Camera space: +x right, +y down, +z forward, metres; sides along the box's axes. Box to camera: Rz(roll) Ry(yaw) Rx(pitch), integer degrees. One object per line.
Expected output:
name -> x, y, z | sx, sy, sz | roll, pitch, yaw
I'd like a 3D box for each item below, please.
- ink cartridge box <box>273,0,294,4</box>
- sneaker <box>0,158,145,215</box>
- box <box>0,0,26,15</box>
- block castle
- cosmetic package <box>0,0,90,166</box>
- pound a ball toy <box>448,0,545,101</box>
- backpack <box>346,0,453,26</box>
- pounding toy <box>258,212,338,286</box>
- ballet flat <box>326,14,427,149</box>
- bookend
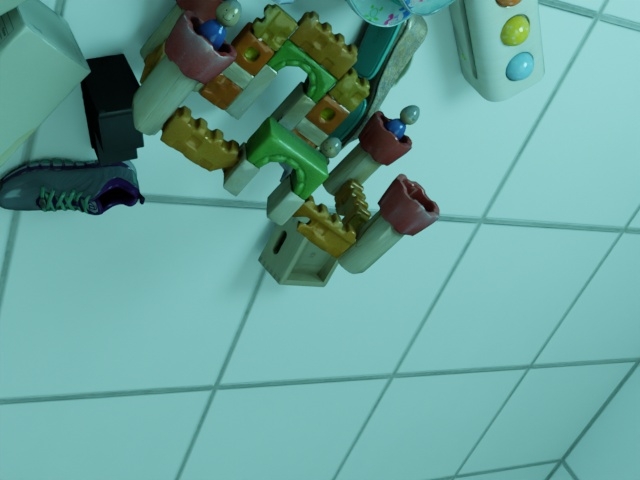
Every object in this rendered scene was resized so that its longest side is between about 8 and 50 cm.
ink cartridge box -> -0.058, -0.491, 1.055 | 0.311, 0.186, 0.065 | -61, 173, 25
sneaker -> -0.394, -0.076, 1.286 | 0.224, 0.098, 0.083 | -13, 134, -20
box -> -0.423, -0.351, 0.987 | 0.311, 0.148, 0.121 | -31, 136, -4
block castle -> -0.036, -0.188, 1.185 | 0.453, 0.303, 0.213 | 34, 114, -25
cosmetic package -> -0.469, -0.185, 1.101 | 0.309, 0.160, 0.113 | -42, 138, 11
pound a ball toy -> 0.338, -0.414, 1.387 | 0.208, 0.135, 0.319 | -28, 138, -5
backpack -> 0.125, -0.445, 1.206 | 0.254, 0.191, 0.225 | -29, 138, 3
pounding toy -> 0.008, -0.007, 1.602 | 0.206, 0.094, 0.181 | 6, 120, -46
ballet flat -> 0.085, -0.261, 1.406 | 0.106, 0.107, 0.316 | 6, 127, -51
bookend -> -0.302, -0.170, 1.214 | 0.072, 0.157, 0.156 | -14, 133, -19
